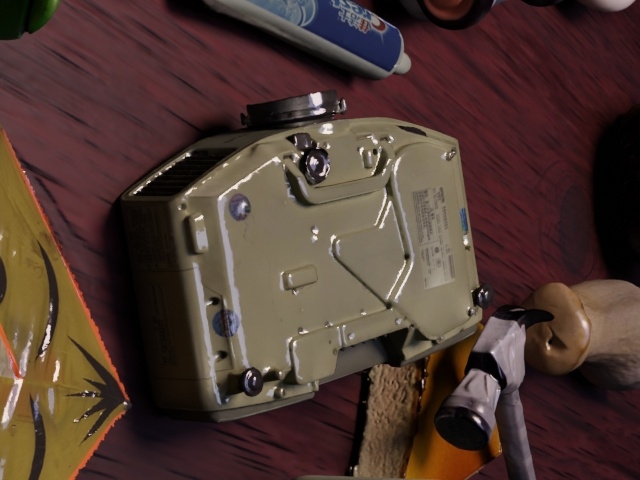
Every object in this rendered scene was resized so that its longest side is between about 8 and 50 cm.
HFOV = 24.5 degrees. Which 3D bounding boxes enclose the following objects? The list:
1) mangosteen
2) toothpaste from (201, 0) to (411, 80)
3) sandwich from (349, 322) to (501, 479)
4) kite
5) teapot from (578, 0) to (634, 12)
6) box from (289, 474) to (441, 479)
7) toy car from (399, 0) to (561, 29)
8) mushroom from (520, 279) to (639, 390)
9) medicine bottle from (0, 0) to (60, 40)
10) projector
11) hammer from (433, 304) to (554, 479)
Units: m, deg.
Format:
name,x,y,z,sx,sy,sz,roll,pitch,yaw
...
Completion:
name,x,y,z,sx,sy,sz,roll,pitch,yaw
mangosteen,0.408,-0.070,1.596,0.228,0.228,0.265,63,-3,-31
toothpaste,-0.012,-0.165,1.067,0.268,0.047,0.069,18,84,-52
sandwich,0.092,0.149,1.175,0.162,0.058,0.193,42,53,-48
kite,-0.202,0.069,0.757,0.327,0.013,0.377,18,70,-57
teapot,0.280,-0.310,1.507,0.226,0.092,0.145,35,54,-50
box,0.039,0.394,0.955,0.352,0.177,0.344,61,42,-34
toy car,0.159,-0.303,1.180,0.180,0.270,0.212,-24,87,-52
mushroom,0.271,0.087,1.439,0.096,0.108,0.247,52,17,27
medicine bottle,-0.139,-0.235,0.786,0.133,0.133,0.274,54,43,-40
projector,0.000,0.000,0.975,0.269,0.088,0.193,-14,97,-44
hammer,0.168,0.226,1.235,0.152,0.044,0.427,-57,146,-38
